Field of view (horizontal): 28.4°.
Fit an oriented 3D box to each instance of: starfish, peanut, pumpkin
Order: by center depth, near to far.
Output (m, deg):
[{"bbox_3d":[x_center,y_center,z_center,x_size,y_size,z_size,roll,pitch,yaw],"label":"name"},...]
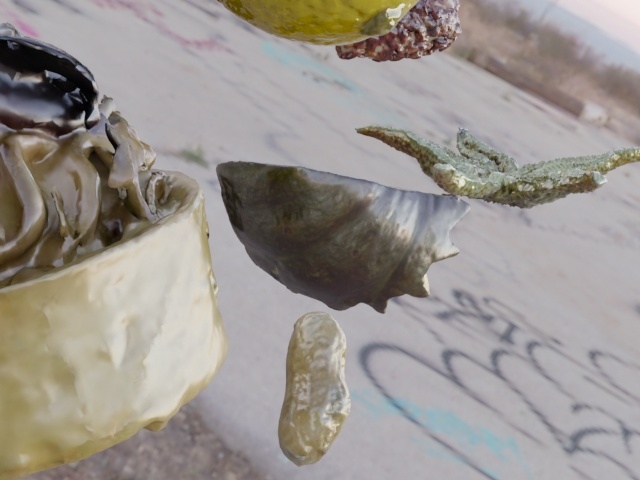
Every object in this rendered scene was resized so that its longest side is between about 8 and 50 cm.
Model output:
[{"bbox_3d":[0.000,0.000,1.202,0.254,0.130,0.149,9,-1,16],"label":"pumpkin"},{"bbox_3d":[0.188,-0.078,1.390,0.347,0.078,0.358,16,17,35],"label":"starfish"},{"bbox_3d":[-0.007,0.202,1.729,0.100,0.214,0.099,1,-19,0],"label":"peanut"}]

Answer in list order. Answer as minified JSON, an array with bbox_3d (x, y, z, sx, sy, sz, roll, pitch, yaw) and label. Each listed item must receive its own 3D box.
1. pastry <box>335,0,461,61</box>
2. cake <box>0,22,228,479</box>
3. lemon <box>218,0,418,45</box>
[{"bbox_3d":[0.111,-0.325,1.867,0.209,0.115,0.097,-1,33,-13],"label":"pastry"},{"bbox_3d":[-0.246,-0.025,0.926,0.332,0.321,0.332,-11,16,3],"label":"cake"},{"bbox_3d":[-0.010,-0.308,1.155,0.267,0.267,0.267,28,11,-6],"label":"lemon"}]
